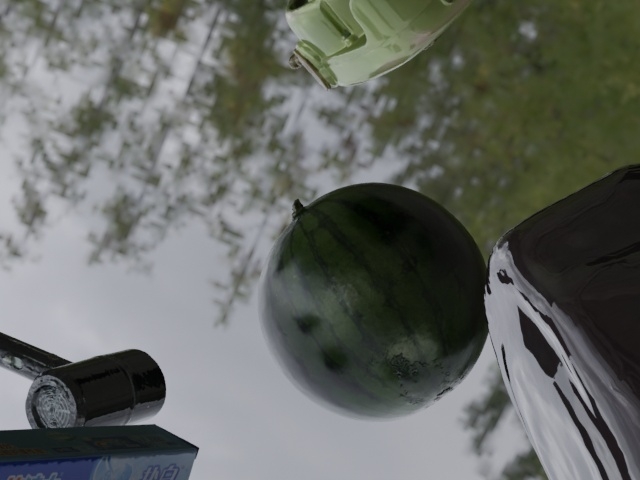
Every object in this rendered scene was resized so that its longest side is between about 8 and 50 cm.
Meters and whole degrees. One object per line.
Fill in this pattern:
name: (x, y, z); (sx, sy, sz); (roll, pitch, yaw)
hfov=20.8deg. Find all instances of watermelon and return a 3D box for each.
watermelon: (0.053, 0.062, 1.774); (0.242, 0.242, 0.242); (20, -157, -9)

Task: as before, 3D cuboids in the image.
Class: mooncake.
mooncake: (0.174, 0.085, 0.851); (0.245, 0.133, 0.245); (61, 178, 3)

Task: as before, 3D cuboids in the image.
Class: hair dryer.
hair dryer: (-0.262, 0.121, 1.629); (0.219, 0.071, 0.124); (21, -163, 33)

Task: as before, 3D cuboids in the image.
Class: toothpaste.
toothpaste: (-0.191, 0.170, 1.225); (0.053, 0.066, 0.272); (25, -171, 32)

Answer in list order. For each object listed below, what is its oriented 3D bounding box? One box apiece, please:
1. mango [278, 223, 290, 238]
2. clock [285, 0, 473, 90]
mango: (0.000, 0.000, 2.080); (0.057, 0.114, 0.079); (62, -172, -52)
clock: (0.062, -0.251, 1.701); (0.096, 0.235, 0.308); (45, 155, -15)
